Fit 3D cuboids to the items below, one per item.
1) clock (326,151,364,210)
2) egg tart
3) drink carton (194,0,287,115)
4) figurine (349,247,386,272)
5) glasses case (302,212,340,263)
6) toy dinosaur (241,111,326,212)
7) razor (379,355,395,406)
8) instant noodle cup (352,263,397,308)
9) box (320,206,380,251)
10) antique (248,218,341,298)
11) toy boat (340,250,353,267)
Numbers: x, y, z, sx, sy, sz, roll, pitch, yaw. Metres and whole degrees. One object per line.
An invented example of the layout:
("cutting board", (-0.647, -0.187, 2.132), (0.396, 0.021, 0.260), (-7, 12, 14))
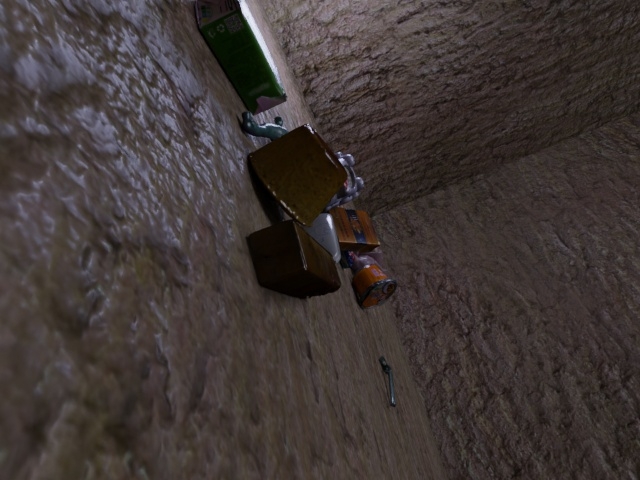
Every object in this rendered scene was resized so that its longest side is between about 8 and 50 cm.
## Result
("clock", (0.029, -0.184, 1.493), (0.189, 0.188, 0.254), (66, 26, -13))
("egg tart", (-0.044, -0.146, 0.976), (0.215, 0.170, 0.215), (50, 12, -15))
("drink carton", (-0.187, -0.463, 1.069), (0.271, 0.108, 0.161), (56, 15, -52))
("figurine", (0.214, 0.084, 2.028), (0.287, 0.176, 0.186), (-29, 123, -67))
("glasses case", (0.000, 0.000, 1.160), (0.233, 0.092, 0.059), (-95, 163, -58))
("toy dinosaur", (-0.081, -0.185, 1.174), (0.331, 0.129, 0.384), (-68, 139, -61))
("razor", (0.264, 0.539, 1.657), (0.211, 0.035, 0.084), (-95, 160, -63))
("instant noodle cup", (0.209, 0.180, 1.811), (0.126, 0.177, 0.208), (56, -18, 33))
("box", (0.107, -0.041, 1.629), (0.237, 0.070, 0.152), (5, 59, -47))
("antique", (-0.034, 0.052, 0.851), (0.310, 0.087, 0.094), (44, 28, -71))
("toy boat", (0.112, 0.016, 1.729), (0.091, 0.110, 0.175), (41, 27, -78))
